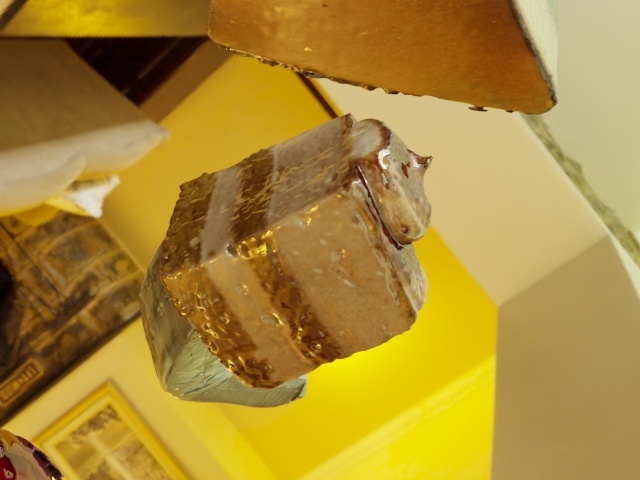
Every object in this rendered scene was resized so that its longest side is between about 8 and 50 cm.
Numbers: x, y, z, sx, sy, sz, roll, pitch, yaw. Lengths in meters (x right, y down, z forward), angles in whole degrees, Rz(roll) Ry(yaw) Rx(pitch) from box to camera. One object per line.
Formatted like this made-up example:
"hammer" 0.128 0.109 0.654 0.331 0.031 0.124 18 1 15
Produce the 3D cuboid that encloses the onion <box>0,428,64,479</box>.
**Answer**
"onion" -0.454 0.395 0.815 0.345 0.358 0.358 -21 -179 -8

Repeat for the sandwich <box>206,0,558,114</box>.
"sandwich" 0.052 -0.170 0.387 0.186 0.220 0.108 105 -3 -68

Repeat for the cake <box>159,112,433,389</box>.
"cake" 0.000 0.000 0.779 0.293 0.199 0.196 -24 -152 14

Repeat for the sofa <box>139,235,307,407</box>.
"sofa" -0.120 0.104 1.018 0.176 0.225 0.210 -57 -143 25
